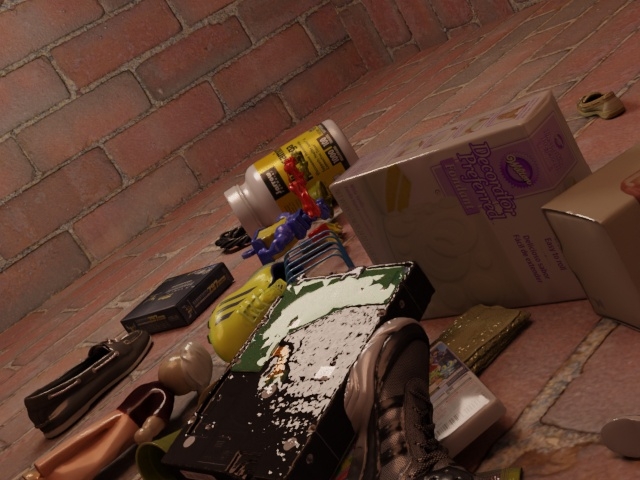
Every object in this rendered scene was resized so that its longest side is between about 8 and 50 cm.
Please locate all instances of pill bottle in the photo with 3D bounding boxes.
[{"bbox_3d":[-0.068,-0.148,2.083,0.334,0.188,0.188,-32,15,-1],"label":"pill bottle"}]

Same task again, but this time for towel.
[{"bbox_3d":[0.148,0.238,0.763,0.083,0.009,0.060,-23,16,26],"label":"towel"},{"bbox_3d":[0.182,0.128,1.019,0.148,0.027,0.110,-38,16,-25],"label":"towel"}]

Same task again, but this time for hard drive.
[{"bbox_3d":[-0.023,0.169,1.029,0.236,0.064,0.339,-9,36,44],"label":"hard drive"}]

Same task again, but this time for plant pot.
[{"bbox_3d":[-0.198,0.298,1.134,0.083,0.083,0.079,-19,6,38],"label":"plant pot"}]

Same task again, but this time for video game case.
[{"bbox_3d":[0.089,0.209,0.890,0.201,0.023,0.183,-41,15,1],"label":"video game case"}]

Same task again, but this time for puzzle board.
[{"bbox_3d":[0.000,0.000,1.819,0.096,0.011,0.128,-32,14,0],"label":"puzzle board"}]

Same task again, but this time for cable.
[{"bbox_3d":[-0.204,-0.018,2.227,0.184,0.047,0.150,-25,21,12],"label":"cable"}]

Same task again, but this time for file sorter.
[{"bbox_3d":[0.005,0.064,1.421,0.118,0.104,0.170,-30,14,4],"label":"file sorter"}]

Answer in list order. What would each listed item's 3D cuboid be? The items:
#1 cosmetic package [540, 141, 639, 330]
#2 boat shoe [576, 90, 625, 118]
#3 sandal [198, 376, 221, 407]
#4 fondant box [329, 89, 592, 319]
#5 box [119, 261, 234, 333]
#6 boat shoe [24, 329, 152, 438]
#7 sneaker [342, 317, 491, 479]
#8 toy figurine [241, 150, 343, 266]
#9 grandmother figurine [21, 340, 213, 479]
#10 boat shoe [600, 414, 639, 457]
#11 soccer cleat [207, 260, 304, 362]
[{"bbox_3d":[0.415,-0.046,0.888,0.296,0.153,0.129,-34,14,-6],"label":"cosmetic package"},{"bbox_3d":[0.531,-0.268,1.573,0.056,0.048,0.153,-30,15,5],"label":"boat shoe"},{"bbox_3d":[-0.057,0.207,1.185,0.240,0.088,0.079,-27,-17,-10],"label":"sandal"},{"bbox_3d":[0.198,-0.029,1.081,0.330,0.238,0.096,-15,21,47],"label":"fondant box"},{"bbox_3d":[-0.338,0.141,1.927,0.232,0.059,0.183,-17,21,43],"label":"box"},{"bbox_3d":[-0.477,0.269,1.712,0.112,0.096,0.335,-19,19,38],"label":"boat shoe"},{"bbox_3d":[0.098,0.194,0.744,0.153,0.101,0.269,-7,54,38],"label":"sneaker"},{"bbox_3d":[-0.092,-0.045,1.789,0.217,0.191,0.362,-35,13,10],"label":"toy figurine"},{"bbox_3d":[-0.306,0.290,1.317,0.342,0.104,0.207,-42,27,-27],"label":"grandmother figurine"},{"bbox_3d":[0.291,0.161,0.699,0.100,0.035,0.035,-23,-11,40],"label":"boat shoe"},{"bbox_3d":[-0.112,0.116,1.493,0.121,0.093,0.289,-29,13,29],"label":"soccer cleat"}]
